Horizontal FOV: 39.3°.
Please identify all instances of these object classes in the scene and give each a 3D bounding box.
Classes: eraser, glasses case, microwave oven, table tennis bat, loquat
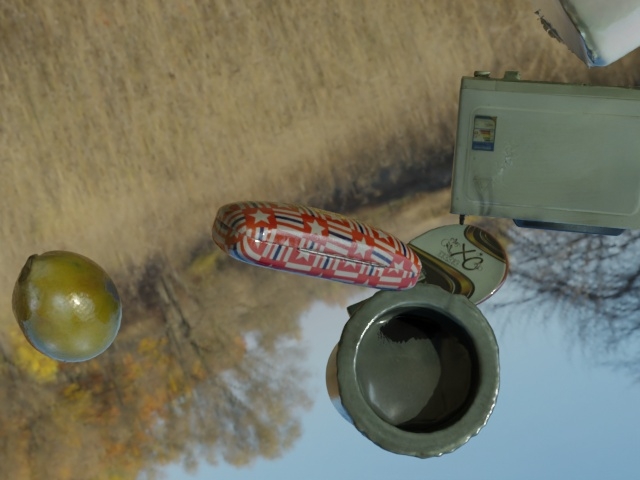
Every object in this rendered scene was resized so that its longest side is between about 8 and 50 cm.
[{"bbox_3d":[0.327,-0.351,1.100,0.150,0.331,0.331,-30,176,13],"label":"eraser"},{"bbox_3d":[0.000,0.000,0.732,0.194,0.049,0.073,12,-168,-39],"label":"glasses case"},{"bbox_3d":[0.249,-0.095,0.958,0.205,0.163,0.129,7,-169,13],"label":"microwave oven"},{"bbox_3d":[0.185,0.069,1.574,0.301,0.173,0.022,-24,148,-9],"label":"table tennis bat"},{"bbox_3d":[-0.358,0.088,1.259,0.152,0.152,0.195,-21,142,13],"label":"loquat"}]

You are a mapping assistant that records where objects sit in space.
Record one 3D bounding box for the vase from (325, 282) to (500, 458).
[{"bbox_3d":[0.116,0.209,1.365,0.245,0.245,0.291,-20,170,-13],"label":"vase"}]
